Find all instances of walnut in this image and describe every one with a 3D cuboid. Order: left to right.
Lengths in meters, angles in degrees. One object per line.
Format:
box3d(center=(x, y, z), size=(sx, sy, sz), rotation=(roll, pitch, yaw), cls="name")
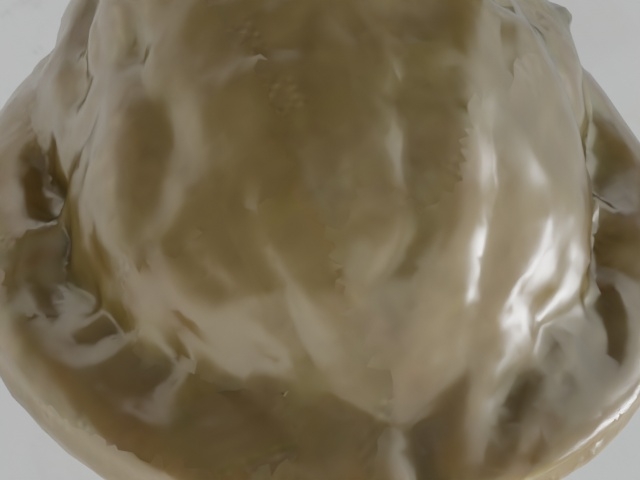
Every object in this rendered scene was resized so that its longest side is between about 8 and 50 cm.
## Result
box3d(center=(-0.002, -0.003, 0.800), size=(0.384, 0.383, 0.383), rotation=(-8, -117, 16), cls="walnut")
